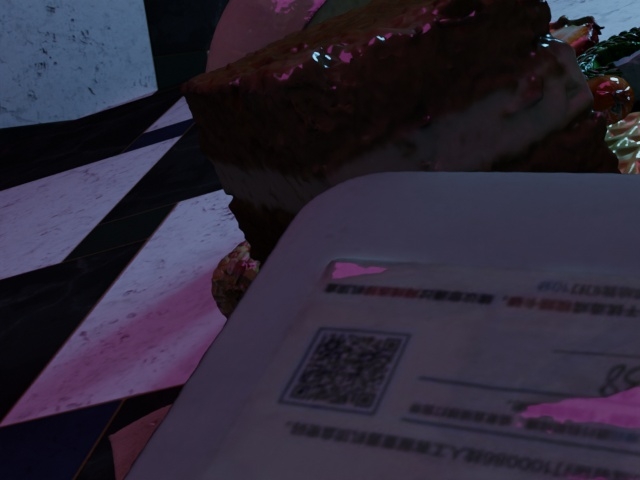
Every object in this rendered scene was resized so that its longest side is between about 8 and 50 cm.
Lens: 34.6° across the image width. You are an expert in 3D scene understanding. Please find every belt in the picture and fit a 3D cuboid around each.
[{"bbox_3d":[0.395,-0.213,1.312,0.151,0.079,0.121,-19,26,40],"label":"belt"}]

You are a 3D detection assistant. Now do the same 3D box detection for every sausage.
[{"bbox_3d":[0.281,-0.149,1.175,0.053,0.053,0.348,-21,4,-3],"label":"sausage"}]

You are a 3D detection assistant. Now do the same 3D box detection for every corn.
[{"bbox_3d":[0.000,0.000,1.086,0.098,0.098,0.290,-3,25,42],"label":"corn"}]

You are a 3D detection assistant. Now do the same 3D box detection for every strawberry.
[{"bbox_3d":[0.332,-0.261,1.496,0.187,0.082,0.146,-32,16,-14],"label":"strawberry"}]

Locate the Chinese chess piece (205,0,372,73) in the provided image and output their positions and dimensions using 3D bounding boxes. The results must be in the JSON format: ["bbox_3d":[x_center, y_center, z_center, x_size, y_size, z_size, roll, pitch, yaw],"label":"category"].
[{"bbox_3d":[0.021,-0.191,1.227,0.338,0.338,0.140,-33,41,-32],"label":"Chinese chess piece"}]

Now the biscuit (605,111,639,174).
[{"bbox_3d":[0.365,-0.099,1.070,0.309,0.040,0.204,-17,19,11],"label":"biscuit"}]

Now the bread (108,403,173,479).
[{"bbox_3d":[-0.089,0.174,0.725,0.105,0.077,0.152,-24,20,-8],"label":"bread"}]

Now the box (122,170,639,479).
[{"bbox_3d":[0.106,0.117,0.480,0.396,0.111,0.396,3,41,30],"label":"box"}]

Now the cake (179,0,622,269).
[{"bbox_3d":[0.066,-0.052,0.860,0.255,0.290,0.282,-26,19,-19],"label":"cake"}]
